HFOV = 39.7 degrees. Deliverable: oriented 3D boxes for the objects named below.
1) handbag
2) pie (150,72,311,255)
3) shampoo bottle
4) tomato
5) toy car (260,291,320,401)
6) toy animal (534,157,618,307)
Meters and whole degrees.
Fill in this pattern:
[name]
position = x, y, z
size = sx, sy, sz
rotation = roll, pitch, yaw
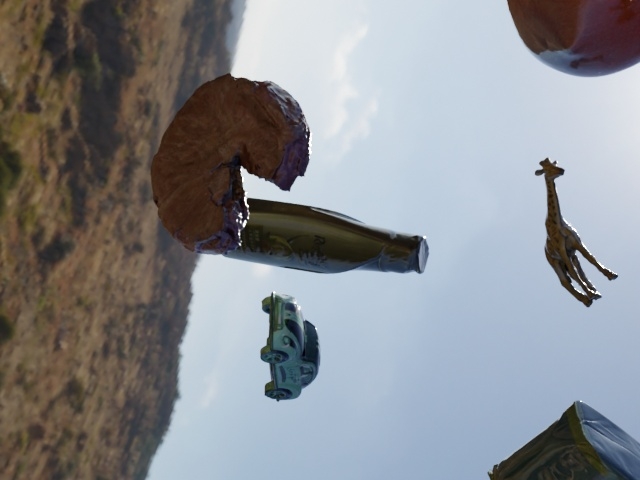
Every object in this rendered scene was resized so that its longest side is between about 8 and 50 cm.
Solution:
[handbag]
position = 0.476, 0.459, 1.625
size = 0.241, 0.263, 0.222
rotation = -50, -163, 22
[pie]
position = -0.112, -0.090, 1.029
size = 0.204, 0.054, 0.219
rotation = 40, -79, 36
[shampoo bottle]
position = 0.000, 0.000, 1.446
size = 0.126, 0.350, 0.084
rotation = 81, 25, -44
[tomato]
position = 0.416, -0.401, 1.336
size = 0.321, 0.321, 0.322
rotation = -157, -90, -80
[toy car]
position = -0.061, 0.226, 1.866
size = 0.306, 0.125, 0.136
rotation = 93, -3, -55
[toy animal]
position = 0.424, -0.010, 1.534
size = 0.054, 0.276, 0.149
rotation = -24, -177, -14
